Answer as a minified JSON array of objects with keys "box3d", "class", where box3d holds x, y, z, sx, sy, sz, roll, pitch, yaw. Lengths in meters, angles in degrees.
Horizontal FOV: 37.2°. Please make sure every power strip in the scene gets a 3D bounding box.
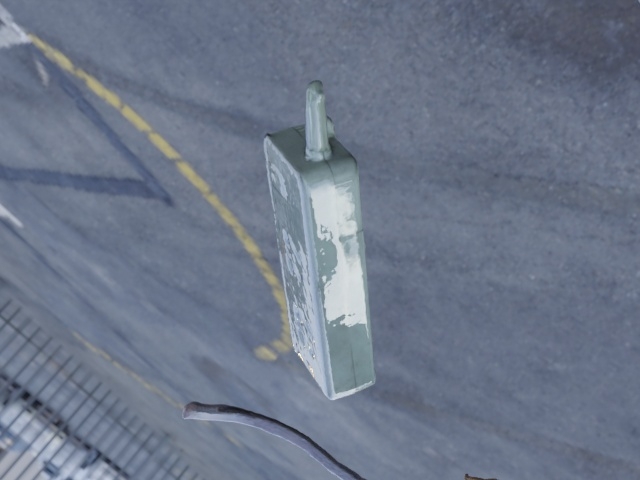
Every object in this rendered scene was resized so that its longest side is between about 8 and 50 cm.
[{"box3d":[0.000,0.000,0.784,0.093,0.053,0.287,-128,25,-52],"class":"power strip"}]

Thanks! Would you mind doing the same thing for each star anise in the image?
[{"box3d":[0.026,0.206,0.677,0.227,0.148,0.218,8,150,52],"class":"star anise"}]

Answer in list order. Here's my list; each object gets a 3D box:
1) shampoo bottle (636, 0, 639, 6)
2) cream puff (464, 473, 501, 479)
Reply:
[{"box3d":[0.216,-0.080,0.441,0.080,0.079,0.246,21,-136,-54],"class":"shampoo bottle"},{"box3d":[0.135,0.264,0.793,0.119,0.133,0.104,39,141,-25],"class":"cream puff"}]
